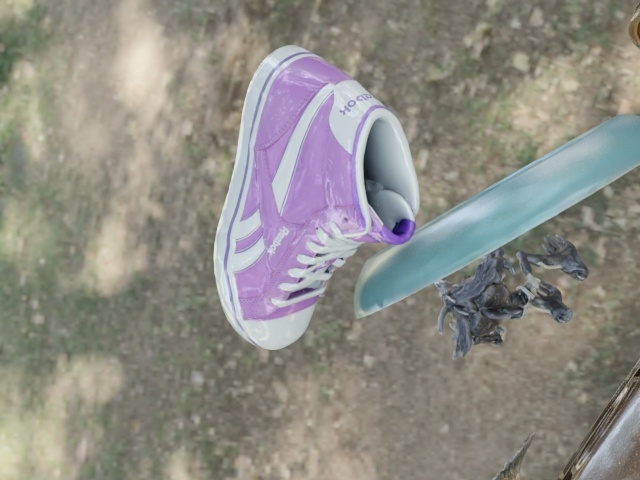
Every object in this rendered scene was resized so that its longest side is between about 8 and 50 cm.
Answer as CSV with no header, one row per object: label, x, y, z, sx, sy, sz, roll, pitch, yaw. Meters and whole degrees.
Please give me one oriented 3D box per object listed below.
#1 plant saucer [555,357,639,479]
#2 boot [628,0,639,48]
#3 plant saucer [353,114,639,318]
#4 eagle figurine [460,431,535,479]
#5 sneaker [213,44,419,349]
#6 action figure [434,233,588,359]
plant saucer,0.226,0.147,0.917,0.050,0.310,0.310,34,112,12
boot,0.327,-0.178,0.994,0.152,0.197,0.073,29,84,24
plant saucer,0.158,-0.028,1.086,0.317,0.317,0.044,-31,89,43
eagle figurine,0.226,0.406,1.658,0.298,0.226,0.225,-32,77,32
sneaker,-0.001,0.000,1.021,0.161,0.102,0.282,35,134,36
action figure,0.228,0.065,1.674,0.141,0.275,0.164,30,116,42
